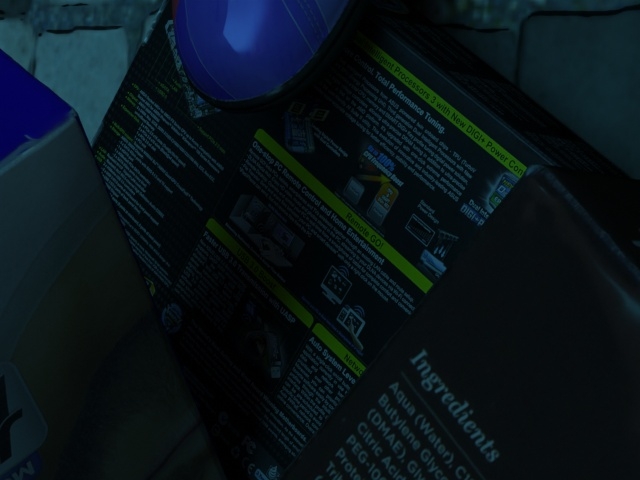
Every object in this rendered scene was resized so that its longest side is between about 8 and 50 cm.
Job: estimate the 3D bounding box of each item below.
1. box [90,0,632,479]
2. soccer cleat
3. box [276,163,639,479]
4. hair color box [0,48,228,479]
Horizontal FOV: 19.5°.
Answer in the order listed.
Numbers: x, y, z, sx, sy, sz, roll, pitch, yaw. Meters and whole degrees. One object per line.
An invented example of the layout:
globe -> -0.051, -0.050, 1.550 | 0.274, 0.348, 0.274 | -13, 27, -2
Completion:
box -> 0.000, 0.000, 0.852 | 0.270, 0.060, 0.216 | 43, 112, 35
soccer cleat -> -0.022, -0.213, 0.806 | 0.109, 0.116, 0.318 | 2, 71, 31
box -> 0.058, 0.159, 0.703 | 0.143, 0.191, 0.381 | 51, 118, 31
hair color box -> -0.149, 0.091, 0.769 | 0.185, 0.339, 0.110 | -38, 53, -18
